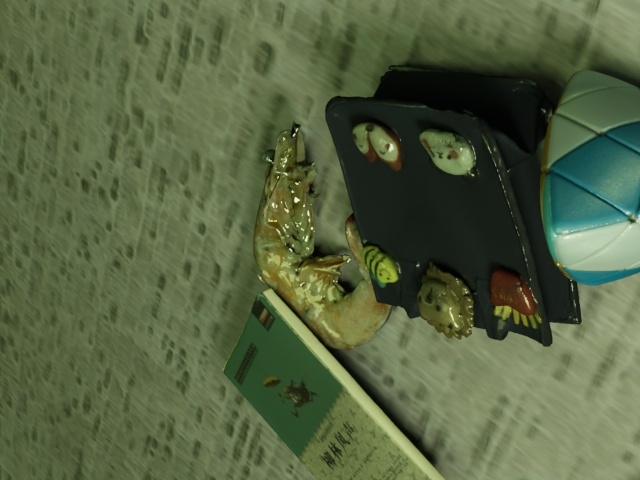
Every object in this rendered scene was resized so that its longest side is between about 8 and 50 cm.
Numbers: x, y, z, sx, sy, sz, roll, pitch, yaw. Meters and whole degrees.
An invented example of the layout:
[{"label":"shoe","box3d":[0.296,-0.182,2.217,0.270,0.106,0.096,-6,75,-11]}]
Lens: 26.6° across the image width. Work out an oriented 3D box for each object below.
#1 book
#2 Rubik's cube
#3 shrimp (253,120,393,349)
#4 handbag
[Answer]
[{"label":"book","box3d":[0.010,0.268,1.996,0.379,0.031,0.264,46,146,14]},{"label":"Rubik's cube","box3d":[0.344,-0.085,1.434,0.254,0.254,0.254,24,126,38]},{"label":"shrimp","box3d":[0.000,0.000,1.881,0.247,0.085,0.360,15,126,38]},{"label":"handbag","box3d":[0.158,-0.034,1.637,0.303,0.122,0.329,14,123,51]}]
